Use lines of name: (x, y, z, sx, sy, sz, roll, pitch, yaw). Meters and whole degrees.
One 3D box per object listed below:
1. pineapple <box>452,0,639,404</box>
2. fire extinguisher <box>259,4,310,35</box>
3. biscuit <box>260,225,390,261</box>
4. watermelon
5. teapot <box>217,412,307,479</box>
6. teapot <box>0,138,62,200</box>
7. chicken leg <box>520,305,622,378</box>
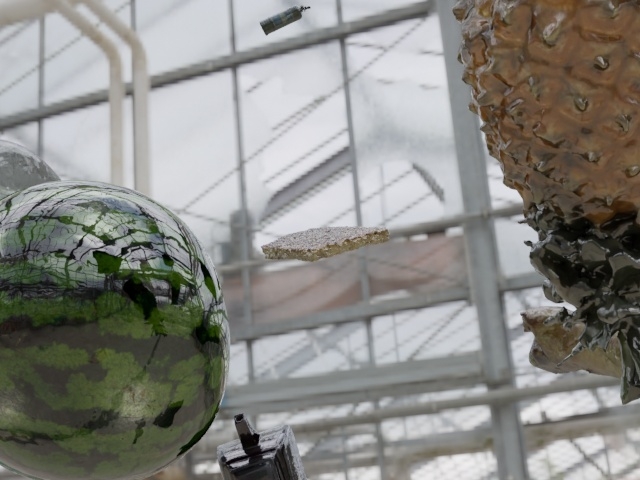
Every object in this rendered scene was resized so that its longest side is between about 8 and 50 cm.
pineapple: (0.195, -0.023, 0.779, 0.169, 0.340, 0.169, -13, 15, 4)
fire extinguisher: (-0.056, -0.356, 1.808, 0.083, 0.025, 0.038, -26, 21, -1)
biscuit: (-0.012, 0.002, 1.588, 0.131, 0.026, 0.237, -13, 7, -26)
watermelon: (-0.224, 0.085, 1.061, 0.285, 0.285, 0.285, -4, -20, -2)
teapot: (-0.058, 0.268, 1.201, 0.087, 0.177, 0.096, -18, -5, 2)
teapot: (-0.456, 0.042, 1.316, 0.285, 0.223, 0.305, -25, 11, 23)
chicken leg: (0.350, 0.103, 1.199, 0.361, 0.140, 0.211, 6, -42, 41)
